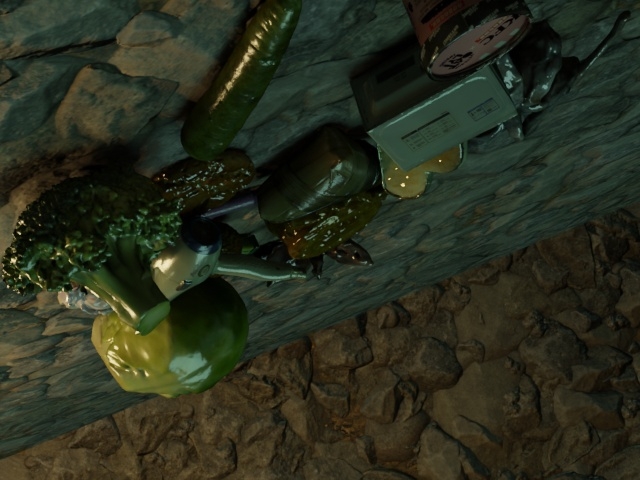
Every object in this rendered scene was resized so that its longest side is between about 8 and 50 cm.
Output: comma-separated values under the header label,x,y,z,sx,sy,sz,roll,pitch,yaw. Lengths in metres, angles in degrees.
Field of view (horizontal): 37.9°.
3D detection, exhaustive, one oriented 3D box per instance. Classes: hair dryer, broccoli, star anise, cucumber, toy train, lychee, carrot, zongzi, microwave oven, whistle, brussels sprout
label,x,y,z,sx,sy,sz,roll,pitch,yaw
hair dryer,-0.225,0.075,1.778,0.296,0.119,0.298,-27,144,34
broccoli,-0.324,0.000,1.380,0.288,0.260,0.235,-33,136,-38
star anise,0.005,-0.002,2.044,0.257,0.198,0.111,-14,134,16
cucumber,-0.120,0.024,2.195,0.163,0.043,0.039,-23,125,-13
toy train,-0.191,0.020,2.039,0.122,0.050,0.081,-5,151,-48
lychee,-0.211,0.016,1.852,0.114,0.114,0.146,-25,152,11
star anise,0.335,-0.261,1.609,0.316,0.139,0.359,-11,154,-36
carrot,-0.102,-0.216,1.232,0.074,0.074,0.358,-13,161,-34
zongzi,0.017,-0.105,1.723,0.221,0.112,0.242,-32,158,28
microwave oven,0.175,-0.228,1.450,0.208,0.122,0.162,-27,144,18
whistle,-0.187,-0.063,1.753,0.176,0.033,0.033,-17,166,-20
brussels sprout,-0.319,0.207,2.046,0.344,0.268,0.344,-22,-172,3

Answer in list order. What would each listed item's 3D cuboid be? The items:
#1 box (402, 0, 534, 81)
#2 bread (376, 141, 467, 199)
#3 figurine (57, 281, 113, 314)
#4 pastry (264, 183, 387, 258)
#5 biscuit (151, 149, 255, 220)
label,x,y,z,sx,sy,sz,roll,pitch,yaw
box,0.177,-0.302,1.205,0.151,0.135,0.151,-25,167,-6
bread,0.157,-0.168,1.617,0.064,0.172,0.232,-51,-176,-38
figurine,-0.395,0.071,1.702,0.162,0.141,0.237,-21,167,-30
pastry,0.006,-0.071,1.869,0.240,0.132,0.235,-18,159,-47
biscuit,-0.213,-0.087,1.602,0.226,0.042,0.226,-22,166,-6
